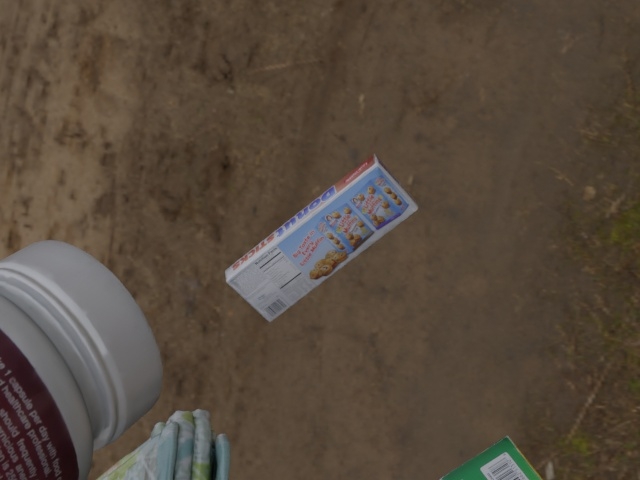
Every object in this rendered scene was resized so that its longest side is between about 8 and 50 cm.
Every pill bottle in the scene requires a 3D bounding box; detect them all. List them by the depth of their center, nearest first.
[{"bbox_3d":[-0.326,0.168,0.785,0.224,0.392,0.224,22,129,29],"label":"pill bottle"}]

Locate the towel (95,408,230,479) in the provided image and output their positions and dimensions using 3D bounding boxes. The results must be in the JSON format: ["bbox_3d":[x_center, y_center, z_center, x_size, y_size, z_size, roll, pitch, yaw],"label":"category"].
[{"bbox_3d":[-0.201,0.397,1.033,0.320,0.090,0.374,-43,36,42],"label":"towel"}]

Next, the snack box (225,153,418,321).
[{"bbox_3d":[0.000,0.000,0.910,0.178,0.064,0.022,-38,27,12],"label":"snack box"}]

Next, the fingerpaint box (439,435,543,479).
[{"bbox_3d":[0.419,0.631,1.758,0.163,0.371,0.445,-31,44,-7],"label":"fingerpaint box"}]
